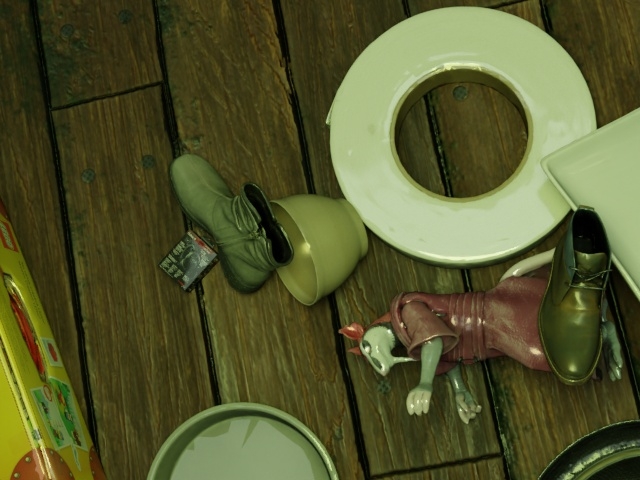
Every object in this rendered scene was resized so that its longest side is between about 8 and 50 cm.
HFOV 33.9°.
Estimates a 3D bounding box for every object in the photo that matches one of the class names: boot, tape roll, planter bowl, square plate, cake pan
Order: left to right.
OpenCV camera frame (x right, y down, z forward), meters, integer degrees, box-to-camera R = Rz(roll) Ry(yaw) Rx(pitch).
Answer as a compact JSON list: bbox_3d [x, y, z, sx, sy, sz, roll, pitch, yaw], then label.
[{"bbox_3d":[-0.124,-0.051,1.538,0.083,0.161,0.246,-27,80,-31],"label":"boot"},{"bbox_3d":[-0.109,0.383,1.523,0.293,0.054,0.293,-2,80,9],"label":"cake pan"},{"bbox_3d":[0.000,0.000,1.529,0.109,0.162,0.162,-22,76,-23],"label":"planter bowl"},{"bbox_3d":[0.206,-0.151,1.550,0.392,0.072,0.392,-2,81,10],"label":"tape roll"},{"bbox_3d":[0.312,0.062,1.291,0.082,0.106,0.219,4,53,8],"label":"boot"},{"bbox_3d":[0.518,-0.032,1.435,0.344,0.049,0.347,-27,76,-21],"label":"square plate"}]

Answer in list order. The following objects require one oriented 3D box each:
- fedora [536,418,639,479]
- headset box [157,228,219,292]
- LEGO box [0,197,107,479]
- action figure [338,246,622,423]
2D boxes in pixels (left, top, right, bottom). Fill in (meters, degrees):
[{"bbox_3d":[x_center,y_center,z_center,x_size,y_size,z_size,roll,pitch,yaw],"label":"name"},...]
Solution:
[{"bbox_3d":[0.422,0.396,1.379,0.334,0.152,0.334,-2,80,10],"label":"fedora"},{"bbox_3d":[-0.197,0.028,1.609,0.062,0.032,0.083,41,88,13],"label":"headset box"},{"bbox_3d":[-0.596,0.204,1.565,0.372,0.193,0.500,-25,77,5],"label":"LEGO box"},{"bbox_3d":[0.208,0.107,1.417,0.370,0.248,0.275,0,80,7],"label":"action figure"}]
